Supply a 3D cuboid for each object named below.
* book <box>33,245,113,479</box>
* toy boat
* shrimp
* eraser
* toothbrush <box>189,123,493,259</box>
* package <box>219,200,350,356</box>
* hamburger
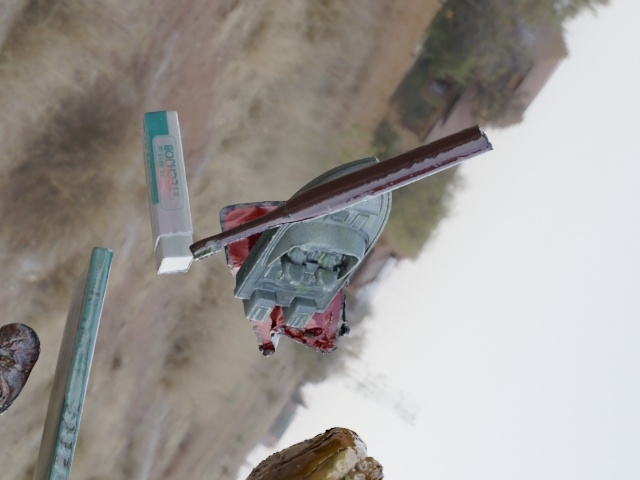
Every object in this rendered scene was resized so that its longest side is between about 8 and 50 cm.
[{"bbox_3d":[-0.328,0.215,1.393,0.264,0.031,0.379,142,-42,-67],"label":"book"},{"bbox_3d":[0.000,0.000,1.451,0.319,0.141,0.092,-55,-147,41],"label":"toy boat"},{"bbox_3d":[-0.404,0.179,1.314,0.190,0.073,0.075,-52,-173,18],"label":"shrimp"},{"bbox_3d":[-0.225,-0.071,1.591,0.095,0.052,0.225,132,-48,-69],"label":"eraser"},{"bbox_3d":[0.020,-0.052,1.238,0.364,0.040,0.041,-21,-174,4],"label":"toothbrush"},{"bbox_3d":[-0.047,0.064,1.691,0.071,0.194,0.269,-102,-173,-58],"label":"package"},{"bbox_3d":[-0.009,0.402,1.563,0.245,0.211,0.260,-25,178,-18],"label":"hamburger"}]
